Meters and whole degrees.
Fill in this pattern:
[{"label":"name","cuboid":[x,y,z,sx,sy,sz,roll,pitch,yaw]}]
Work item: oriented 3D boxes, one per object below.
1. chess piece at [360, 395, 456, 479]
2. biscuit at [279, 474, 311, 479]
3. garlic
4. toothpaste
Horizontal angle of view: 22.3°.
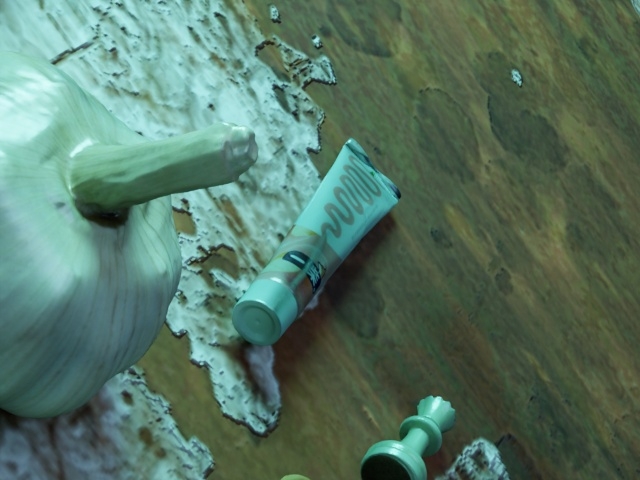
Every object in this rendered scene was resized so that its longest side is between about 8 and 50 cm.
[{"label":"chess piece","cuboid":[0.062,0.130,1.041,0.042,0.042,0.093,55,35,-5]},{"label":"biscuit","cuboid":[0.012,0.274,0.897,0.202,0.044,0.289,11,58,-45]},{"label":"garlic","cuboid":[-0.125,-0.021,0.798,0.199,0.226,0.199,24,55,-40]},{"label":"toothpaste","cuboid":[0.000,0.000,1.060,0.056,0.036,0.205,49,37,-9]}]
